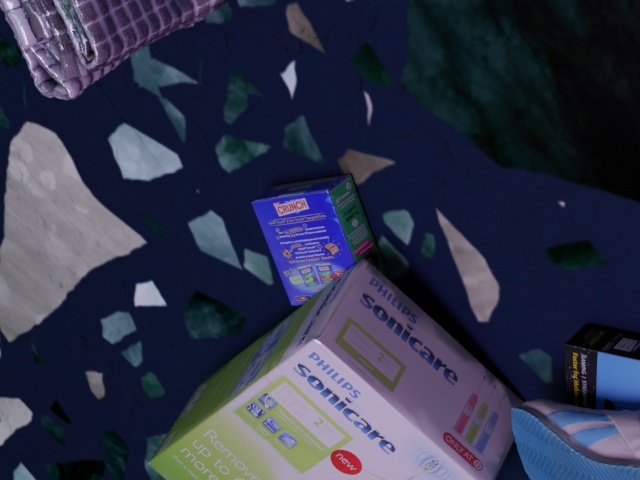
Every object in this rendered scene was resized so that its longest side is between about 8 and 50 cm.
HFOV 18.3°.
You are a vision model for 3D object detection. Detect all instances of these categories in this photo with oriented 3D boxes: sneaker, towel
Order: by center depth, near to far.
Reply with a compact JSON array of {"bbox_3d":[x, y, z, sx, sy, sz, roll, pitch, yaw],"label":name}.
[{"bbox_3d":[0.246,0.176,1.610,0.229,0.092,0.087,18,129,51],"label":"sneaker"},{"bbox_3d":[-0.189,-0.284,1.632,0.121,0.235,0.283,-13,107,35],"label":"towel"}]

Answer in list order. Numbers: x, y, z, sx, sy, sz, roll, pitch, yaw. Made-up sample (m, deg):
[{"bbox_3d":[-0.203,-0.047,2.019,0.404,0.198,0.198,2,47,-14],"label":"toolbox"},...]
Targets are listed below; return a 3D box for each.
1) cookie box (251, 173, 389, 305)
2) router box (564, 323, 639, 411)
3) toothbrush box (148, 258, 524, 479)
[{"bbox_3d":[0.000,0.000,1.783,0.092,0.040,0.107,-7,112,38],"label":"cookie box"},{"bbox_3d":[0.276,0.167,1.669,0.133,0.046,0.179,11,121,32],"label":"router box"},{"bbox_3d":[0.013,0.177,1.796,0.206,0.122,0.283,43,133,-10],"label":"toothbrush box"}]
